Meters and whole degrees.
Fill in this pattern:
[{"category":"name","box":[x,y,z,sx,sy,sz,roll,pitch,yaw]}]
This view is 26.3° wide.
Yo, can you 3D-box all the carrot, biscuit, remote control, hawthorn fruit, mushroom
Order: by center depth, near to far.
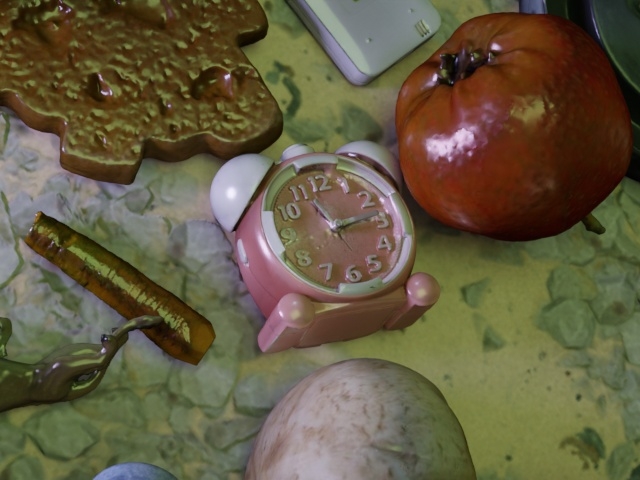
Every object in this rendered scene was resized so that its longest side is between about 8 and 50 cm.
[{"category":"mushroom","box":[0.051,0.211,1.004,0.195,0.189,0.253,9,77,-13]},{"category":"carrot","box":[-0.157,0.037,1.062,0.171,0.042,0.042,35,69,-5]},{"category":"biscuit","box":[-0.148,-0.189,1.119,0.278,0.043,0.301,16,71,-11]},{"category":"hawthorn fruit","box":[0.172,-0.075,1.124,0.225,0.197,0.196,43,65,-33]},{"category":"remote control","box":[-0.004,-0.256,1.187,0.103,0.034,0.250,-39,90,-22]}]

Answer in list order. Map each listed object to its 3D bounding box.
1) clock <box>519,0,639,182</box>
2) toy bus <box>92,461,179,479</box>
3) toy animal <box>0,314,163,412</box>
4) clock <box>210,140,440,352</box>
[{"category":"clock","box":[0.336,-0.201,1.265,0.325,0.067,0.325,4,75,-17]},{"category":"toy bus","box":[-0.127,0.311,0.888,0.294,0.197,0.232,-35,115,18]},{"category":"toy animal","box":[-0.222,0.089,1.013,0.220,0.069,0.086,-20,103,-14]},{"category":"clock","box":[0.000,0.000,1.100,0.166,0.093,0.162,-8,70,-23]}]
